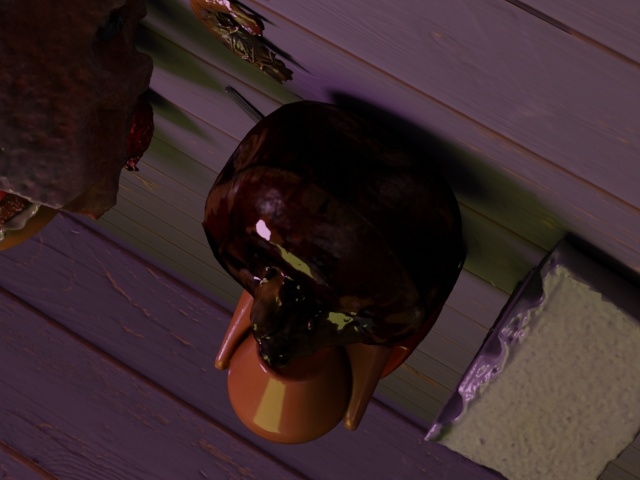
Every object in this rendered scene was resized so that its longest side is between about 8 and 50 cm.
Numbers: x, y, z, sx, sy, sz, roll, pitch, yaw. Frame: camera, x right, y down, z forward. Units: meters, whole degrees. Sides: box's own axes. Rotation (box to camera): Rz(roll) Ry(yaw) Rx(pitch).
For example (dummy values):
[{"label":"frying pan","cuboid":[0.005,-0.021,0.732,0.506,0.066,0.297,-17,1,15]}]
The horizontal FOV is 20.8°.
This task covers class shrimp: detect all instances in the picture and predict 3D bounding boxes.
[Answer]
[{"label":"shrimp","cuboid":[-0.057,-0.163,1.412,0.114,0.023,0.083,40,167,-23]}]

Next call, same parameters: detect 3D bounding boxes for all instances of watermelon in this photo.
[{"label":"watermelon","cuboid":[-0.283,-0.175,1.491,0.302,0.264,0.151,22,-174,-2]}]

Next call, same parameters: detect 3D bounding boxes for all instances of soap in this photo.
[{"label":"soap","cuboid":[0.251,0.073,1.604,0.159,0.258,0.302,31,-144,4]}]

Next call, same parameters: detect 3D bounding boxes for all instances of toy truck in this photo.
[{"label":"toy truck","cuboid":[0.008,0.077,1.697,0.189,0.239,0.265,25,-175,11]}]

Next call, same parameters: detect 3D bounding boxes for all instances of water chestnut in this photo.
[{"label":"water chestnut","cuboid":[0.000,0.000,1.471,0.223,0.238,0.224,30,160,12]}]

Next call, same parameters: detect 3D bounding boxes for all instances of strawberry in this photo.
[{"label":"strawberry","cuboid":[-0.246,-0.148,1.968,0.145,0.086,0.145,33,171,6]}]

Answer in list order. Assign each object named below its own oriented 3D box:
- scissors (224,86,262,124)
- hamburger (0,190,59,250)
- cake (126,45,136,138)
[{"label":"scissors","cuboid":[-0.045,-0.104,1.751,0.100,0.015,0.189,23,166,40]},{"label":"hamburger","cuboid":[-0.432,-0.134,2.089,0.274,0.274,0.212,26,169,37]},{"label":"cake","cuboid":[-0.281,-0.172,1.672,0.185,0.207,0.178,-96,-2,-55]}]
